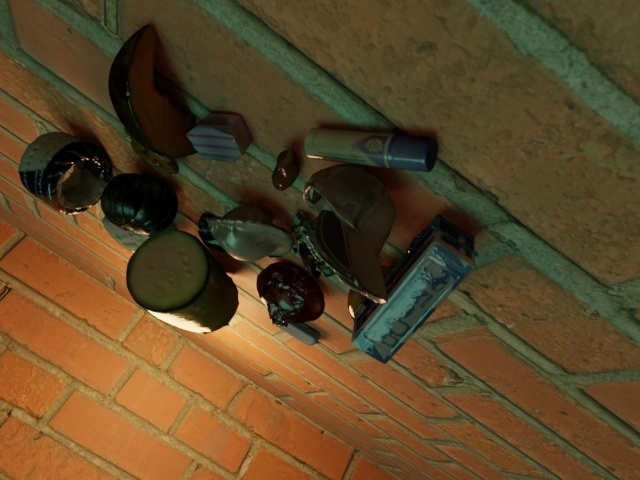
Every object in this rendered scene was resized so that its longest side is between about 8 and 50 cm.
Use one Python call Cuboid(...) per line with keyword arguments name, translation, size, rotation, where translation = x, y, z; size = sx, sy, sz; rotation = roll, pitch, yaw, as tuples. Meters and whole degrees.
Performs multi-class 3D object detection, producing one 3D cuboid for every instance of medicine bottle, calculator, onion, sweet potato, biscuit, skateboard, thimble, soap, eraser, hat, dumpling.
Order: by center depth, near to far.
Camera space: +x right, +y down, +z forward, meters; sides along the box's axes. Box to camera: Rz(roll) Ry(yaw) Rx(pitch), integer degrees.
Cuboid(name="medicine bottle", translation=(0.083, -0.159, 0.793), size=(0.231, 0.059, 0.059), rotation=(13, 146, 31))
Cuboid(name="hat", translation=(0.070, -0.014, 0.848), size=(0.161, 0.274, 0.232), rotation=(-20, 161, 10))
Cuboid(name="sweet potato", translation=(-0.070, -0.154, 0.947), size=(0.057, 0.056, 0.195), rotation=(30, 160, 2))
Cuboid(name="soap", translation=(-0.215, -0.221, 0.981), size=(0.149, 0.056, 0.100), rotation=(12, 148, 32))
Cuboid(name="biscuit", translation=(-0.434, -0.223, 1.170), size=(0.166, 0.036, 0.225), rotation=(42, 161, -14))
Cuboid(name="dumpling", translation=(-0.167, -0.021, 1.175), size=(0.247, 0.142, 0.173), rotation=(24, 157, -38))
Cuboid(name="skateboard", translation=(-0.023, 0.043, 1.214), size=(0.080, 0.067, 0.151), rotation=(6, 139, 23))
Cuboid(name="thimble", translation=(-0.747, -0.202, 1.363), size=(0.150, 0.237, 0.237), rotation=(28, 151, 15))
Cuboid(name="onion", translation=(-0.107, 0.181, 1.395), size=(0.230, 0.163, 0.230), rotation=(31, 151, 19))
Cuboid(name="eraser", translation=(-0.633, -0.034, 1.624), size=(0.290, 0.104, 0.189), rotation=(0, 134, 43))
Cuboid(name="calculator", translation=(-0.093, 0.341, 1.755), size=(0.210, 0.039, 0.121), rotation=(32, 153, -2))

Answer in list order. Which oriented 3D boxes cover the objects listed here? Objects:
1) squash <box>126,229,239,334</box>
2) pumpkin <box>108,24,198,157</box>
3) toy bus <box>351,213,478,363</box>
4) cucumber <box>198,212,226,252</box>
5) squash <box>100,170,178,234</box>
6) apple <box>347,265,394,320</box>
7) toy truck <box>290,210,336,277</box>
Cuboid(name="squash", translation=(-0.431, 0.156, 1.495), size=(0.263, 0.263, 0.384), rotation=(25, 163, 12))
Cuboid(name="pumpkin", translation=(-0.385, -0.284, 0.960), size=(0.169, 0.148, 0.312), rotation=(17, 146, 21))
Cuboid(name="toy bus", translation=(0.177, 0.099, 0.903), size=(0.106, 0.131, 0.297), rotation=(33, 117, -3))
Cuboid(name="cucumber", translation=(-0.276, 0.004, 1.374), size=(0.193, 0.085, 0.115), rotation=(19, 147, 9))
Cuboid(name="squash", translation=(-0.523, -0.108, 1.329), size=(0.218, 0.172, 0.218), rotation=(17, 145, 13))
Cuboid(name="apple", translation=(0.153, 0.149, 1.090), size=(0.183, 0.182, 0.155), rotation=(33, 161, -2))
Cuboid(name="toy truck", translation=(0.000, 0.000, 1.124), size=(0.175, 0.081, 0.067), rotation=(55, 147, -3))
